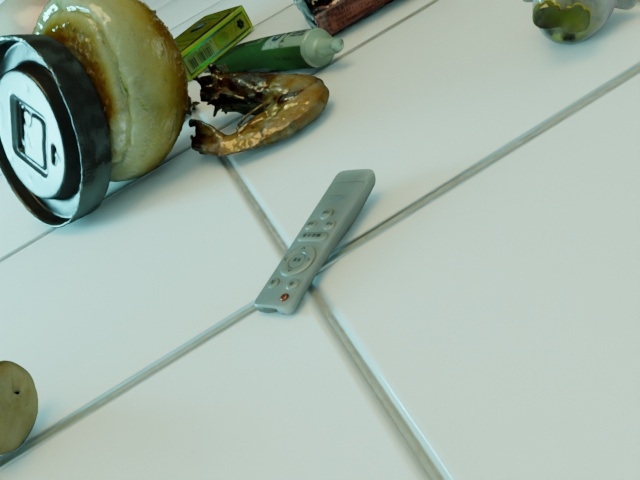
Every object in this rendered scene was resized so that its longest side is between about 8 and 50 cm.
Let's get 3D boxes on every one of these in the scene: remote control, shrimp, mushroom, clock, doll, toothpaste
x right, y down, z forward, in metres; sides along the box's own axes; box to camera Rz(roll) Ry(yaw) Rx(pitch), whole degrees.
[{"bbox_3d":[0.000,0.000,0.647,0.049,0.027,0.184,0,46,42],"label":"remote control"},{"bbox_3d":[-0.118,-0.180,0.980,0.289,0.075,0.178,17,55,35],"label":"shrimp"},{"bbox_3d":[-0.381,0.177,0.634,0.246,0.108,0.096,-16,74,25],"label":"mushroom"},{"bbox_3d":[-0.404,-0.159,0.979,0.280,0.281,0.055,3,20,42],"label":"clock"},{"bbox_3d":[0.300,-0.291,0.774,0.129,0.081,0.207,14,46,24],"label":"doll"},{"bbox_3d":[-0.085,-0.325,1.167,0.098,0.061,0.392,-43,30,-21],"label":"toothpaste"}]

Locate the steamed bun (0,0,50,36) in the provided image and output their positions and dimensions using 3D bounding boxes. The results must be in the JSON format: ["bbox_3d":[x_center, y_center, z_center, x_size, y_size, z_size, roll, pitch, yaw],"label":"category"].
[{"bbox_3d":[-0.506,-0.372,1.353,0.309,0.309,0.309,-21,31,14],"label":"steamed bun"}]

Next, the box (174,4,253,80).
[{"bbox_3d":[-0.266,-0.424,1.459,0.140,0.064,0.220,5,43,45],"label":"box"}]

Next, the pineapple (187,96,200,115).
[{"bbox_3d":[-0.359,-0.238,1.198,0.278,0.158,0.158,-4,37,17],"label":"pineapple"}]

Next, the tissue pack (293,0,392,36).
[{"bbox_3d":[0.092,-0.518,1.204,0.332,0.123,0.245,-30,58,3],"label":"tissue pack"}]

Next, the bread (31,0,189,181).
[{"bbox_3d":[-0.314,-0.236,1.015,0.305,0.306,0.158,4,24,43],"label":"bread"}]
